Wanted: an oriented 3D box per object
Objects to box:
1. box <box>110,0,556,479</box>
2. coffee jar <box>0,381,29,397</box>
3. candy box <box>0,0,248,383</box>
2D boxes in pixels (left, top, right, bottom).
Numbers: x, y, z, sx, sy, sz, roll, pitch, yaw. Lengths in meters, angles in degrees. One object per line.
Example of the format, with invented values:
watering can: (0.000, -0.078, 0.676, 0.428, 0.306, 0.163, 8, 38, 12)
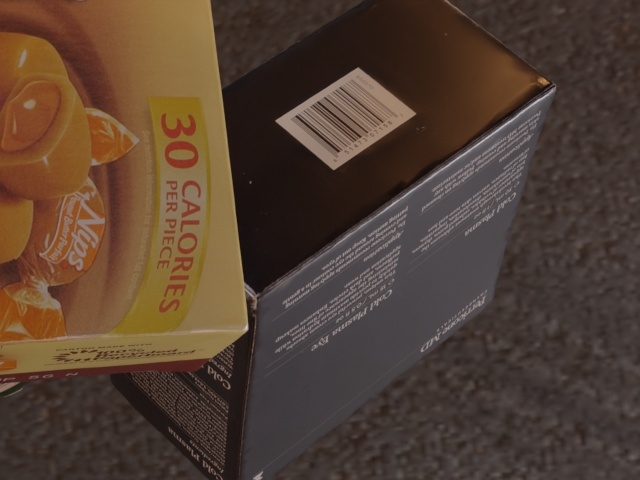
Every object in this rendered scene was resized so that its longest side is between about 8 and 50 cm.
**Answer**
box: (0.000, 0.000, 1.416, 0.343, 0.312, 0.179, -35, 62, -29)
coffee jar: (-0.284, 0.031, 1.333, 0.184, 0.079, 0.096, 56, 32, -16)
candy box: (-0.144, -0.100, 0.694, 0.183, 0.087, 0.316, -2, 74, -21)
